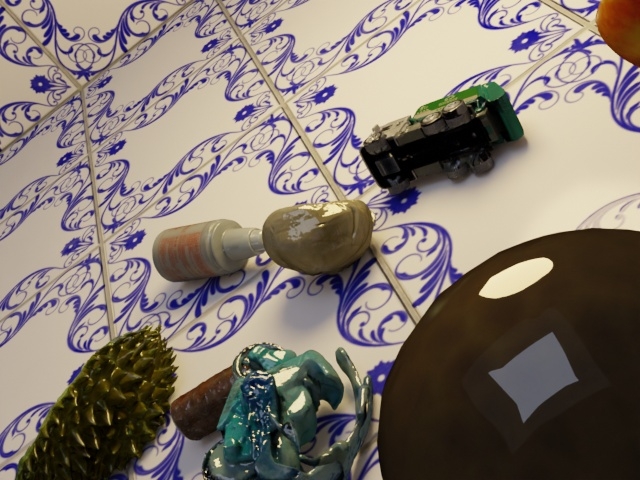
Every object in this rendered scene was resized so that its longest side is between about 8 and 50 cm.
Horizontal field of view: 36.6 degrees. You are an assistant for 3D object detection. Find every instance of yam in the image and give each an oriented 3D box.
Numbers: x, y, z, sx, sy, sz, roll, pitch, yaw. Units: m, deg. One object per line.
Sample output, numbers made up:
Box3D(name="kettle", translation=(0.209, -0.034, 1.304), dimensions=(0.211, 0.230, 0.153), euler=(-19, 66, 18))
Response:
Box3D(name="yam", translation=(-0.144, 0.233, 1.417), dimensions=(0.141, 0.079, 0.079), euler=(-32, 32, 14))

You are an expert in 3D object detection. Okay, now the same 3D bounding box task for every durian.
Box3D(name="durian", translation=(-0.378, 0.286, 1.526), dimensions=(0.394, 0.163, 0.198), euler=(-54, 31, -10))

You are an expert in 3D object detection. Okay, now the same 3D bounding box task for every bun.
Box3D(name="bun", translation=(0.000, 0.000, 1.511), dimensions=(0.173, 0.167, 0.113), euler=(-13, 83, 47))

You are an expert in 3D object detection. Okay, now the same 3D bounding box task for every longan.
Box3D(name="longan", translation=(0.234, 0.180, 0.852), dimensions=(0.405, 0.336, 0.404), euler=(-3, 69, 8))

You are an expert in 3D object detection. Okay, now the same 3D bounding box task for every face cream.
Box3D(name="face cream", translation=(-0.181, 0.013, 1.701), dimensions=(0.252, 0.101, 0.101), euler=(-10, 43, 40))

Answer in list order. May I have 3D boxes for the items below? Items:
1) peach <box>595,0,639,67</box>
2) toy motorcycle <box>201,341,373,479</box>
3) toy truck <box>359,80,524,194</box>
Box3D(name="peach", translation=(0.509, -0.342, 1.301), dimensions=(0.281, 0.238, 0.281), euler=(-1, 14, 0))
Box3D(name="toy motorcycle", translation=(-0.039, 0.233, 1.256), dimensions=(0.206, 0.154, 0.260), euler=(-1, 40, 15))
Box3D(name="toy truck", translation=(0.193, -0.165, 1.528), dimensions=(0.253, 0.114, 0.124), euler=(-15, 26, 35))
